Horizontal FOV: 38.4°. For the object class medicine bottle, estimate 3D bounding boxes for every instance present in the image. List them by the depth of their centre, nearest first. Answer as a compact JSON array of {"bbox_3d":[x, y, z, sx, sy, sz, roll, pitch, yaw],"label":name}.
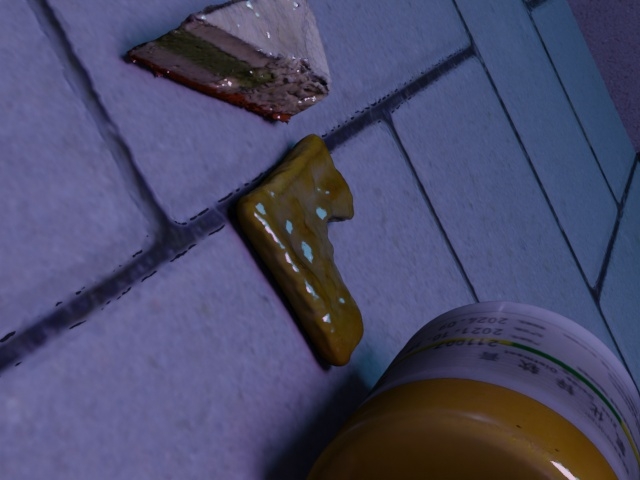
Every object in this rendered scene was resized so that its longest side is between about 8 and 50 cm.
[{"bbox_3d":[0.131,0.192,0.728,0.238,0.237,0.232,63,28,-7],"label":"medicine bottle"}]

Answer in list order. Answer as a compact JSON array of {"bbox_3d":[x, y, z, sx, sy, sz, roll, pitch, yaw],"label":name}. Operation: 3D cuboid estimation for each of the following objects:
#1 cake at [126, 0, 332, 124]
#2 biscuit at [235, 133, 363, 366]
[{"bbox_3d":[-0.075,-0.190,0.807,0.220,0.086,0.117,15,58,-55],"label":"cake"},{"bbox_3d":[0.000,0.000,0.851,0.174,0.039,0.183,56,32,-17],"label":"biscuit"}]
